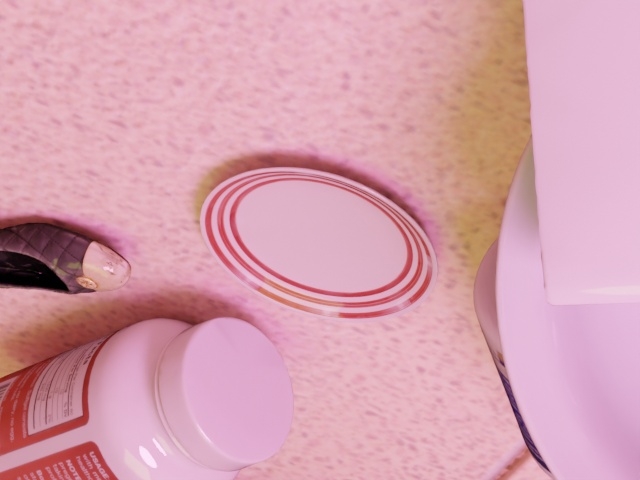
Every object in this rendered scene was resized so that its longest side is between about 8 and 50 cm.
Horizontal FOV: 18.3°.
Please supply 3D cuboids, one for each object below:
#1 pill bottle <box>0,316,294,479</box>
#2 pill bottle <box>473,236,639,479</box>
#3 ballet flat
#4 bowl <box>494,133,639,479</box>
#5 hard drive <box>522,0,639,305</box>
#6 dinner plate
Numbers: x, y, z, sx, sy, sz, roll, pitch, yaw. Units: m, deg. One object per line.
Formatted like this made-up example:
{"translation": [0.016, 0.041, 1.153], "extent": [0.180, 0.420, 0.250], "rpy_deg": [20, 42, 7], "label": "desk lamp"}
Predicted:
{"translation": [-0.122, 0.119, 1.260], "extent": [0.216, 0.121, 0.121], "rpy_deg": [-22, 129, 41], "label": "pill bottle"}
{"translation": [0.158, 0.076, 1.096], "extent": [0.112, 0.112, 0.186], "rpy_deg": [0, 140, 22], "label": "pill bottle"}
{"translation": [-0.197, 0.018, 1.218], "extent": [0.173, 0.049, 0.057], "rpy_deg": [4, 143, 18], "label": "ballet flat"}
{"translation": [0.240, 0.021, 0.922], "extent": [0.298, 0.134, 0.297], "rpy_deg": [3, 97, 24], "label": "bowl"}
{"translation": [0.237, -0.079, 0.816], "extent": [0.308, 0.203, 0.040], "rpy_deg": [-3, -176, 25], "label": "hard drive"}
{"translation": [0.000, 0.000, 1.142], "extent": [0.141, 0.017, 0.141], "rpy_deg": [11, 143, 9], "label": "dinner plate"}
